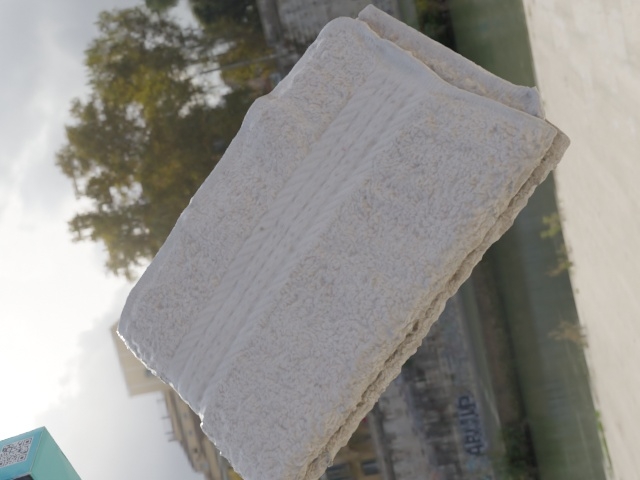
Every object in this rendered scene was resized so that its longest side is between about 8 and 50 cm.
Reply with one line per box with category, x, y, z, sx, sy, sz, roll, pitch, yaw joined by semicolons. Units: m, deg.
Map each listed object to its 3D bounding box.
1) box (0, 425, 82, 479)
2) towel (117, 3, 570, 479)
box;-0.246;0.289;0.790;0.060;0.100;0.244;-97;-13;-60
towel;0.000;0.000;0.524;0.187;0.282;0.049;39;-173;37
